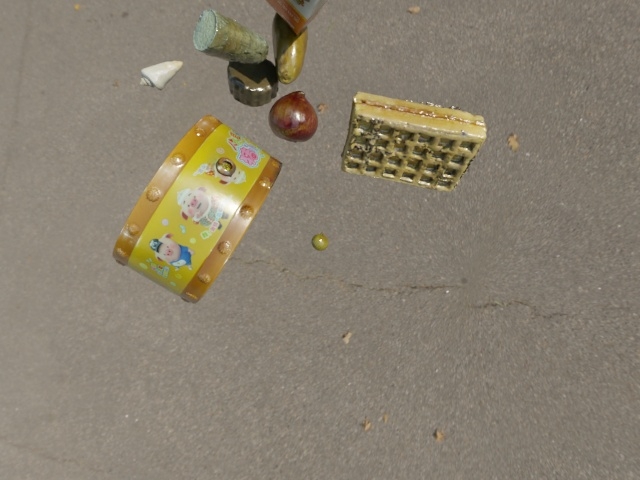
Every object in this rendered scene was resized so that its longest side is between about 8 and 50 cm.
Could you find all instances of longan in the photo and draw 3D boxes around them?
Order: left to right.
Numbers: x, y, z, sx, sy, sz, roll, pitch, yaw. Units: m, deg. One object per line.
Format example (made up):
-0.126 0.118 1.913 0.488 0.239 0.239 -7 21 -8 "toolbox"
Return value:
0.000 0.000 1.629 0.075 0.075 0.083 19 101 21 "longan"

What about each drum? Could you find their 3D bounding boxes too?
-0.285 -0.075 0.988 0.214 0.431 0.431 33 97 -13 "drum"

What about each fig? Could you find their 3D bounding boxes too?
-0.100 -0.471 1.550 0.205 0.205 0.205 -2 84 20 "fig"

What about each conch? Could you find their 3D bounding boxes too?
-0.620 -0.651 1.576 0.094 0.104 0.176 42 84 -1 "conch"

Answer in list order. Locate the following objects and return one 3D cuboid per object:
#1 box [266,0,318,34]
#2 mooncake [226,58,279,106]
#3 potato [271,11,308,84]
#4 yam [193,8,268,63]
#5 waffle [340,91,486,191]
-0.080 -0.894 1.406 0.225 0.341 0.143 42 87 -17 "box"
-0.291 -0.689 1.760 0.228 0.124 0.228 7 61 -12 "mooncake"
-0.131 -0.822 1.693 0.195 0.176 0.369 -15 63 36 "potato"
-0.281 -0.656 1.339 0.133 0.330 0.133 7 105 26 "yam"
0.257 -0.282 1.210 0.376 0.261 0.114 10 60 0 "waffle"
